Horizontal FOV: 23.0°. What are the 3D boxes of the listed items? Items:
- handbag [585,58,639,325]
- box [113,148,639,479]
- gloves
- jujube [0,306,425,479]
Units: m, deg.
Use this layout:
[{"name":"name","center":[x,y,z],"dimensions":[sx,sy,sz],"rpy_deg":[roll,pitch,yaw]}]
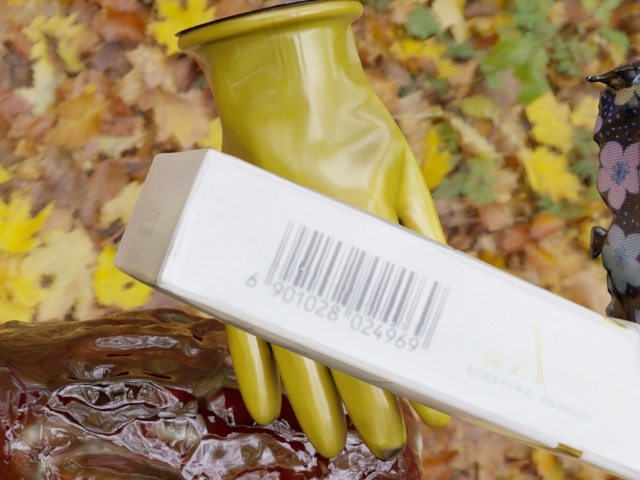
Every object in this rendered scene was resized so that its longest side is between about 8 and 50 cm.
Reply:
[{"name":"handbag","center":[0.189,0.021,0.497],"dimensions":[0.127,0.208,0.228],"rpy_deg":[-16,81,-33]},{"name":"box","center":[0.028,0.022,0.405],"dimensions":[0.154,0.084,0.040],"rpy_deg":[22,84,-14]},{"name":"gloves","center":[-0.001,0.000,0.992],"dimensions":[0.116,0.133,0.294],"rpy_deg":[-20,97,-60]},{"name":"jujube","center":[-0.113,0.163,1.169],"dimensions":[0.377,0.258,0.258],"rpy_deg":[-5,83,2]}]
